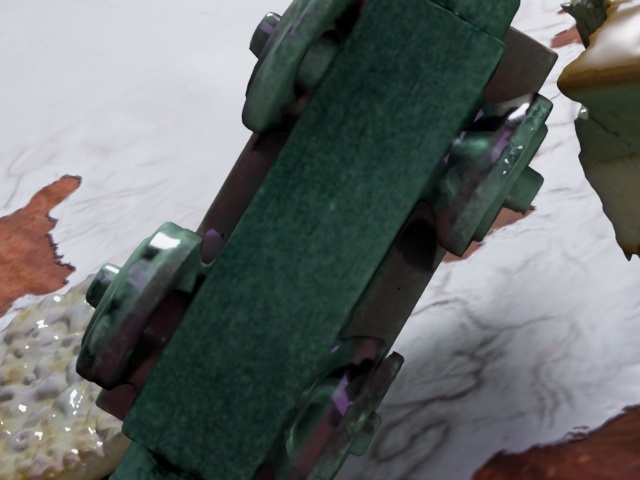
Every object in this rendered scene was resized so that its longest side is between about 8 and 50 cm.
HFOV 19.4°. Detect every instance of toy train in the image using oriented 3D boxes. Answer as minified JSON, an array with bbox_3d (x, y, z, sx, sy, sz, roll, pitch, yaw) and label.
[{"bbox_3d":[0.000,0.000,0.907,0.304,0.150,0.221,-59,-3,0],"label":"toy train"}]

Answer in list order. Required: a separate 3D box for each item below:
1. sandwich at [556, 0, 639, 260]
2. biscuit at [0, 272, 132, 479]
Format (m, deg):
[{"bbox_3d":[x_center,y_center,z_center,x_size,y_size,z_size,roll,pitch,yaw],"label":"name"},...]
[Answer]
[{"bbox_3d":[0.220,-0.049,0.845,0.198,0.155,0.227,-26,29,10],"label":"sandwich"},{"bbox_3d":[-0.160,0.089,1.085,0.265,0.040,0.188,-10,34,30],"label":"biscuit"}]
